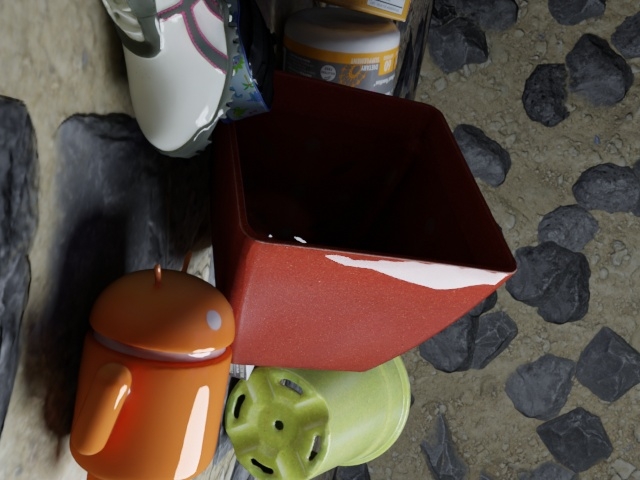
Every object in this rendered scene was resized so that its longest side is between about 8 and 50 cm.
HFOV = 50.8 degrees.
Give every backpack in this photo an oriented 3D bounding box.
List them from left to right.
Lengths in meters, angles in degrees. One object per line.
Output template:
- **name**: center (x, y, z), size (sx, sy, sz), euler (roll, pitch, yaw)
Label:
- **backpack**: center (-0.085, -0.166, 0.603), size (0.105, 0.084, 0.114), euler (61, 17, -56)

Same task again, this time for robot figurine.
- **robot figurine**: center (-0.143, 0.120, 0.579), size (0.158, 0.128, 0.220), euler (5, 99, -40)

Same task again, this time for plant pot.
- **plant pot**: center (-0.019, 0.273, 1.112), size (0.254, 0.276, 0.276), euler (-3, 105, -66)
- **plant pot**: center (0.000, 0.000, 0.732), size (0.267, 0.267, 0.236), euler (-103, -150, -43)

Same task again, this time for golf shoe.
- **golf shoe**: center (-0.127, -0.186, 0.478), size (0.120, 0.105, 0.273), euler (-27, 131, -48)

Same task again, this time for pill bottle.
- **pill bottle**: center (0.020, -0.180, 0.976), size (0.162, 0.162, 0.279), euler (-61, 160, -56)

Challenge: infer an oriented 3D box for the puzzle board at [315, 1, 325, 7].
- **puzzle board**: center (0.000, -0.413, 1.013), size (0.128, 0.011, 0.097), euler (40, 62, -78)

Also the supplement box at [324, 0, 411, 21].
- **supplement box**: center (0.024, -0.325, 0.820), size (0.233, 0.078, 0.080), euler (-7, 117, -53)

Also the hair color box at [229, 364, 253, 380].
- **hair color box**: center (-0.099, 0.105, 0.970), size (0.167, 0.053, 0.093), euler (-67, 166, -49)
